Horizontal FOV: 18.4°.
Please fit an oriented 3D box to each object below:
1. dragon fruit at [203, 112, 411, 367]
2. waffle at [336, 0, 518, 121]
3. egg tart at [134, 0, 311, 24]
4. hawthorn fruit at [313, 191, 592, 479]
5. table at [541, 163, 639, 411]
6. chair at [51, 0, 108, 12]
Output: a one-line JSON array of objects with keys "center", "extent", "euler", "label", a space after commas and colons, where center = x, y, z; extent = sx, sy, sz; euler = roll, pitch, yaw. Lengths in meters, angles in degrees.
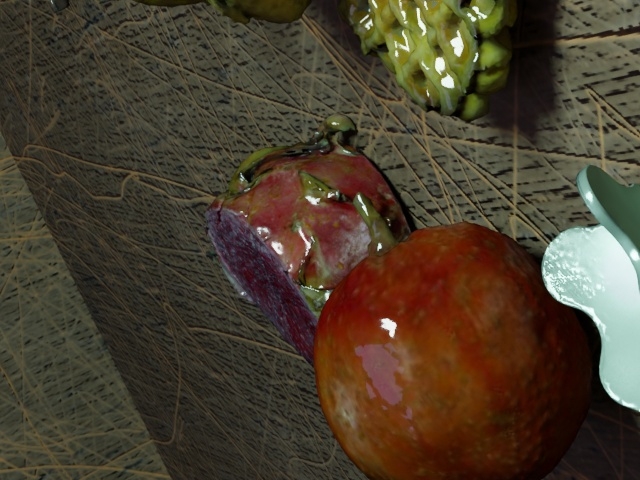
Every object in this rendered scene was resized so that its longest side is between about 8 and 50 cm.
[{"center": [0.000, 0.000, 1.755], "extent": [0.211, 0.147, 0.282], "euler": [58, 167, -17], "label": "dragon fruit"}, {"center": [0.055, -0.230, 1.375], "extent": [0.281, 0.058, 0.300], "euler": [53, 157, 35], "label": "waffle"}, {"center": [-0.128, -0.280, 1.460], "extent": [0.341, 0.129, 0.341], "euler": [45, -158, -23], "label": "egg tart"}, {"center": [0.087, 0.077, 1.484], "extent": [0.253, 0.205, 0.205], "euler": [55, 164, -13], "label": "hawthorn fruit"}, {"center": [0.231, 0.043, 1.158], "extent": [0.166, 0.166, 0.198], "euler": [100, 147, -62], "label": "table"}, {"center": [-0.193, -0.378, 1.641], "extent": [0.326, 0.183, 0.175], "euler": [65, 161, -11], "label": "chair"}]
